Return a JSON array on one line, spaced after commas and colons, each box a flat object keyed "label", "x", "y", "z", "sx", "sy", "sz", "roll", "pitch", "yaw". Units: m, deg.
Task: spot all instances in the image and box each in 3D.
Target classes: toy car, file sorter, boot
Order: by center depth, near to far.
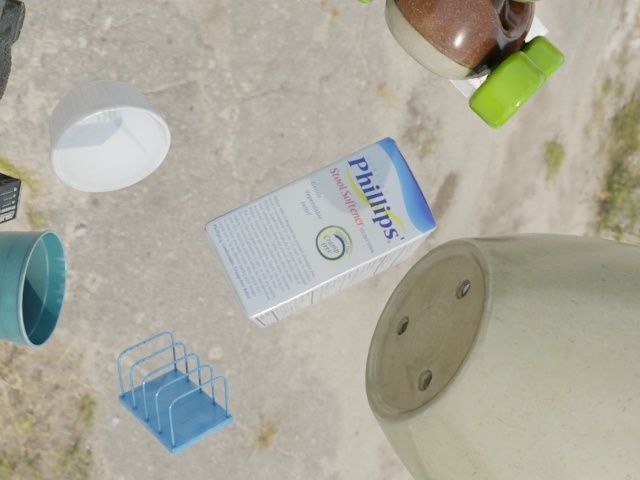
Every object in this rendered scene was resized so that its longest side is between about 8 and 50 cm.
[{"label": "toy car", "x": 0.135, "y": -0.200, "z": 0.562, "sx": 0.188, "sy": 0.155, "sz": 0.149, "roll": -47, "pitch": 177, "yaw": 32}, {"label": "file sorter", "x": -0.244, "y": 0.244, "z": 1.383, "sx": 0.118, "sy": 0.170, "sz": 0.104, "roll": -24, "pitch": 129, "yaw": -35}, {"label": "boot", "x": -0.654, "y": -0.355, "z": 1.547, "sx": 0.161, "sy": 0.083, "sz": 0.246, "roll": 16, "pitch": 92, "yaw": -10}]

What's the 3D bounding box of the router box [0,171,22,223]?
[{"label": "router box", "x": -0.312, "y": -0.035, "z": 0.659, "sx": 0.122, "sy": 0.092, "sz": 0.038, "roll": -38, "pitch": 146, "yaw": -66}]

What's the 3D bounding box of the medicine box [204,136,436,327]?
[{"label": "medicine box", "x": 0.000, "y": 0.000, "z": 1.243, "sx": 0.289, "sy": 0.149, "sz": 0.263, "roll": -26, "pitch": 173, "yaw": -5}]

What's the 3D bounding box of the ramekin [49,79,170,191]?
[{"label": "ramekin", "x": -0.490, "y": -0.246, "z": 1.920, "sx": 0.273, "sy": 0.127, "sz": 0.273, "roll": -19, "pitch": 148, "yaw": -13}]

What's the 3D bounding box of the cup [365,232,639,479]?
[{"label": "cup", "x": 0.180, "y": 0.124, "z": 0.731, "sx": 0.237, "sy": 0.331, "sz": 0.331, "roll": 27, "pitch": 85, "yaw": -20}]

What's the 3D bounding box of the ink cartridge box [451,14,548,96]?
[{"label": "ink cartridge box", "x": 0.229, "y": -0.285, "z": 1.191, "sx": 0.143, "sy": 0.090, "sz": 0.092, "roll": -42, "pitch": 109, "yaw": 14}]

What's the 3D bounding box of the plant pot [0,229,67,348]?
[{"label": "plant pot", "x": -0.754, "y": 0.100, "z": 1.925, "sx": 0.271, "sy": 0.255, "sz": 0.271, "roll": 5, "pitch": 90, "yaw": -88}]
